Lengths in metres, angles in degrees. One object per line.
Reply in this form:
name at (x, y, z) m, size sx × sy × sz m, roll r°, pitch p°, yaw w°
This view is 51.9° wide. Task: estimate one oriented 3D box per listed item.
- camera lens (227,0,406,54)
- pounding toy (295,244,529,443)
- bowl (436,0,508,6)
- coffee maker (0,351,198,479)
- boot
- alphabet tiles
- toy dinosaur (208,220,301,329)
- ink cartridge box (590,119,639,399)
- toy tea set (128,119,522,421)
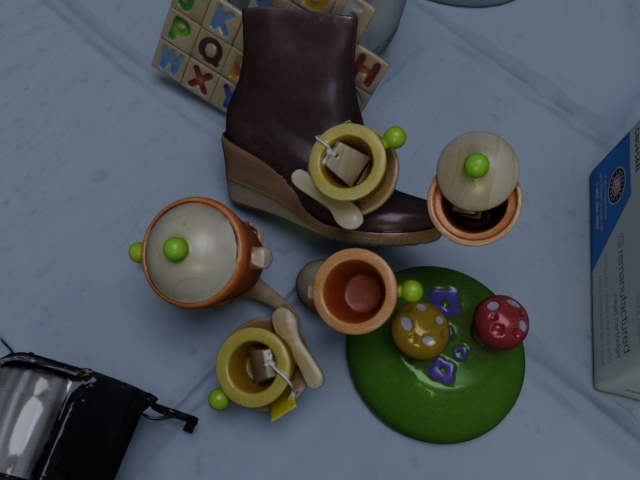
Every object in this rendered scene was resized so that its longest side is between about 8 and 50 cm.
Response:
camera lens at (0.007, -0.346, 0.738) m, size 0.219 × 0.274 × 0.219 m, roll 4°, pitch 63°, yaw -7°
pounding toy at (0.106, 0.071, 0.631) m, size 0.183 × 0.110 × 0.237 m, roll -33°, pitch 73°, yaw -23°
bowl at (0.204, -0.497, 0.913) m, size 0.311 × 0.163 × 0.311 m, roll 4°, pitch 63°, yaw -8°
coffee maker at (-0.203, 0.197, 0.512) m, size 0.171 × 0.120 × 0.178 m, roll 14°, pitch 62°, yaw -2°
boot at (0.016, -0.113, 0.645) m, size 0.248 × 0.207 × 0.090 m, roll 16°, pitch 19°, yaw 18°
alphabet tiles at (-0.054, -0.204, 0.701) m, size 0.237 × 0.198 × 0.009 m, roll 33°, pitch 39°, yaw -1°
toy dinosaur at (-0.089, 0.029, 0.667) m, size 0.183 × 0.053 × 0.093 m, roll 19°, pitch 77°, yaw 9°
ink cartridge box at (0.408, -0.037, 0.573) m, size 0.166 × 0.395 × 0.285 m, roll 13°, pitch 61°, yaw -2°
toy tea set at (0.000, 0.000, 0.549) m, size 0.336 × 0.124 × 0.200 m, roll -36°, pitch 76°, yaw 8°
